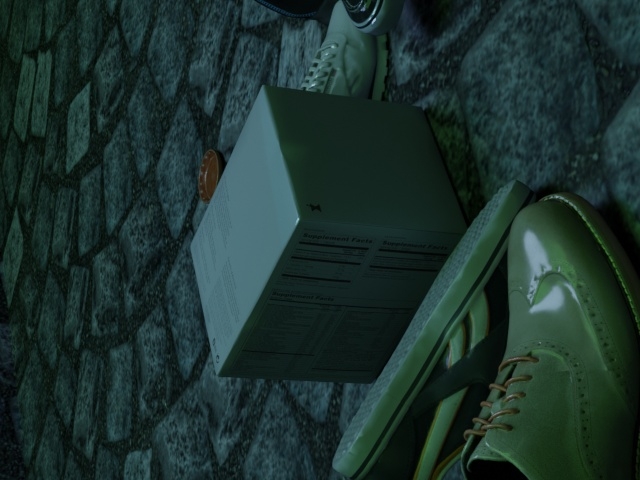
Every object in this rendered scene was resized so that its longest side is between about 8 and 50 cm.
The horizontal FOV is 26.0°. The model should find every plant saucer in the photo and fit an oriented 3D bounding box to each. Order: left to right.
[{"bbox_3d":[-0.166,-0.097,2.121,0.083,0.013,0.083,-21,67,62],"label":"plant saucer"}]

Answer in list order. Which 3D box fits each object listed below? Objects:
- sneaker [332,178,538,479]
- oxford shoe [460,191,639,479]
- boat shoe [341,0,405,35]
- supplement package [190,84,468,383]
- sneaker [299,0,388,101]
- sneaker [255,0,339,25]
[{"bbox_3d":[0.143,0.104,1.307,0.321,0.127,0.126,-60,2,-2],"label":"sneaker"},{"bbox_3d":[0.192,0.139,1.145,0.140,0.147,0.396,134,136,-56],"label":"oxford shoe"},{"bbox_3d":[0.016,-0.373,1.546,0.113,0.105,0.306,-25,69,53],"label":"boat shoe"},{"bbox_3d":[0.000,0.000,1.524,0.262,0.198,0.199,119,147,-42],"label":"supplement package"},{"bbox_3d":[0.019,-0.182,1.644,0.090,0.095,0.235,163,112,-65],"label":"sneaker"},{"bbox_3d":[-0.003,-0.438,1.683,0.125,0.140,0.340,-160,77,-66],"label":"sneaker"}]
